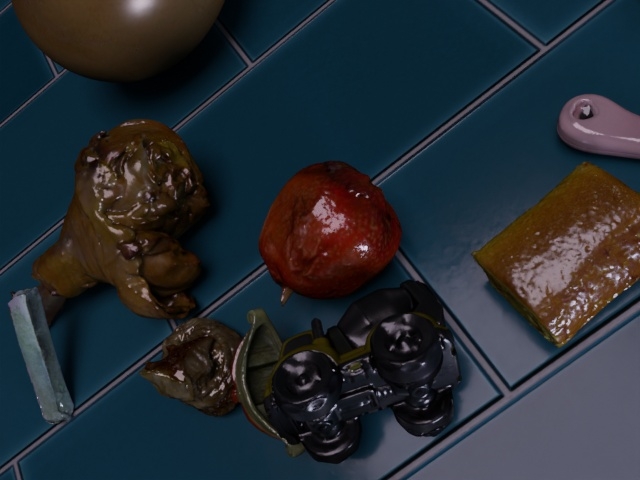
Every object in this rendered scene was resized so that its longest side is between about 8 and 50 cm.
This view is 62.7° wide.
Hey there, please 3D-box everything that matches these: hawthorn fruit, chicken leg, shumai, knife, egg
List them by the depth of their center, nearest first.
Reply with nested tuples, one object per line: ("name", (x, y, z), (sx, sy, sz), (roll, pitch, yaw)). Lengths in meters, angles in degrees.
("knife", (0.450, -0.106, 0.604), (0.336, 0.043, 0.081), (21, 73, 20))
("hawthorn fruit", (0.007, -0.013, 0.669), (0.179, 0.173, 0.173), (-21, 65, 13))
("shumai", (-0.160, 0.171, 0.710), (0.139, 0.105, 0.123), (40, 85, 3))
("chicken leg", (-0.318, 0.030, 0.795), (0.409, 0.182, 0.295), (-41, 77, 13))
("egg", (-0.321, -0.437, 0.871), (0.374, 0.301, 0.301), (-42, 62, 2))

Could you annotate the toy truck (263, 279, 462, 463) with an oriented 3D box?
("toy truck", (0.045, 0.138, 0.608), (0.224, 0.147, 0.165), (-20, 40, 3))

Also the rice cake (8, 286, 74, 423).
("rice cake", (-0.421, 0.175, 0.793), (0.043, 0.034, 0.210), (-10, 97, 17))

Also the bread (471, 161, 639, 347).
("bread", (0.278, 0.015, 0.580), (0.172, 0.103, 0.132), (-41, 56, 3))

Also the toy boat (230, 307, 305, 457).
("toy boat", (-0.068, 0.181, 0.665), (0.071, 0.089, 0.185), (-38, 67, 50))
